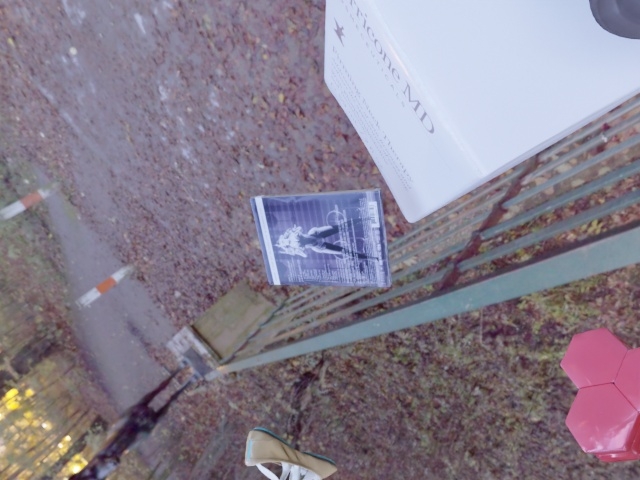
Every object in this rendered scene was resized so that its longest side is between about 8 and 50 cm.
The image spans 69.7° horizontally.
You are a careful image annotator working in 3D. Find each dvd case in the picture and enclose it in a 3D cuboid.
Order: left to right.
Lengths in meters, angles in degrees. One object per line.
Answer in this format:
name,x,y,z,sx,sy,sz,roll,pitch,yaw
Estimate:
dvd case,0.000,0.000,0.756,0.221,0.018,0.165,-1,114,21

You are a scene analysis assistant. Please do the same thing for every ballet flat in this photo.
ballet flat,-0.059,0.437,0.892,0.080,0.073,0.232,-23,130,40

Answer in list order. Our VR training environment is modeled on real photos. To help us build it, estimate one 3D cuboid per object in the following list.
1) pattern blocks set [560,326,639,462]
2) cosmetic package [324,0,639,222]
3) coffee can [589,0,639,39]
pattern blocks set,0.167,0.179,0.153,0.026,0.285,0.325,33,175,-19
cosmetic package,0.221,-0.262,0.671,0.329,0.327,0.394,60,178,4
coffee can,0.279,-0.326,0.325,0.201,0.201,0.275,-21,68,53
